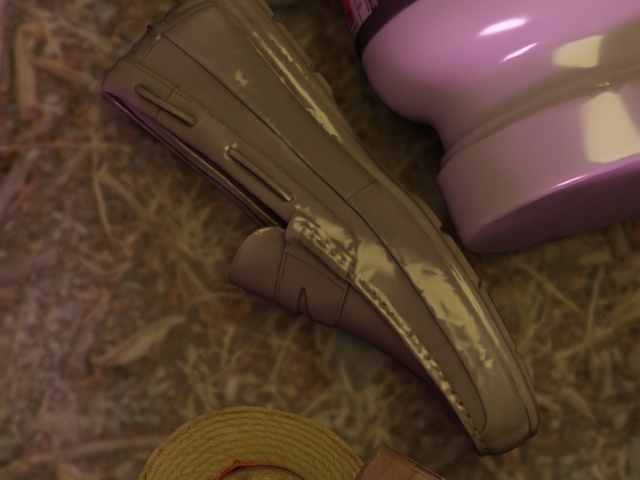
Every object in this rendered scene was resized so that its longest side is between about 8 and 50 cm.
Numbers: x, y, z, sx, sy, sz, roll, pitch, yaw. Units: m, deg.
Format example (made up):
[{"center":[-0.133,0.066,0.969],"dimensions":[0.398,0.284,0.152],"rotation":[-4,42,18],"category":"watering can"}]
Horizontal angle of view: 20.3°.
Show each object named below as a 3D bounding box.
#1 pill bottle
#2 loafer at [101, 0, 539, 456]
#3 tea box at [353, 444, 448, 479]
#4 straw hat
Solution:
[{"center":[0.101,-0.190,1.006],"dimensions":[0.210,0.210,0.363],"rotation":[-16,79,-9],"category":"pill bottle"},{"center":[0.000,0.000,1.009],"dimensions":[0.111,0.112,0.319],"rotation":[-37,75,-7],"category":"loafer"},{"center":[0.075,0.335,0.834],"dimensions":[0.323,0.220,0.329],"rotation":[29,70,15],"category":"tea box"},{"center":[-0.035,0.153,0.988],"dimensions":[0.144,0.061,0.145],"rotation":[1,77,-6],"category":"straw hat"}]
